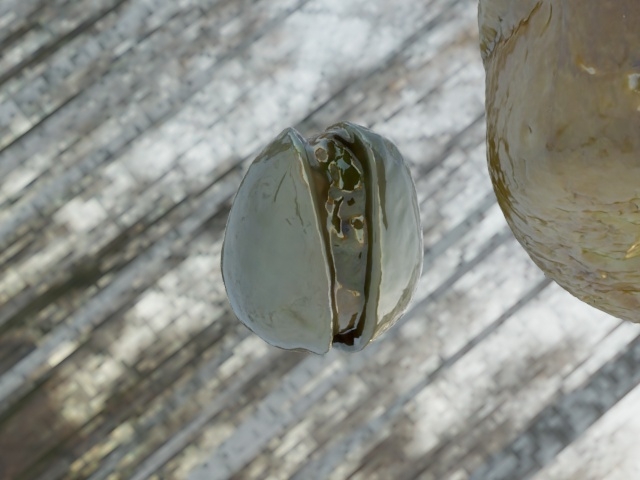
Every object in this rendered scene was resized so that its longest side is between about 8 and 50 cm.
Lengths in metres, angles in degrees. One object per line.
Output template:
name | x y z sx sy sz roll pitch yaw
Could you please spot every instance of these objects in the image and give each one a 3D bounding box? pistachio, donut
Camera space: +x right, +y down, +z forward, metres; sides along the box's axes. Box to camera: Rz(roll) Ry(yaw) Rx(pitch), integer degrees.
pistachio | 0.000 0.000 1.011 0.124 0.124 0.185 45 -32 26
donut | 0.219 -0.049 0.821 0.317 0.150 0.299 20 -21 -26
